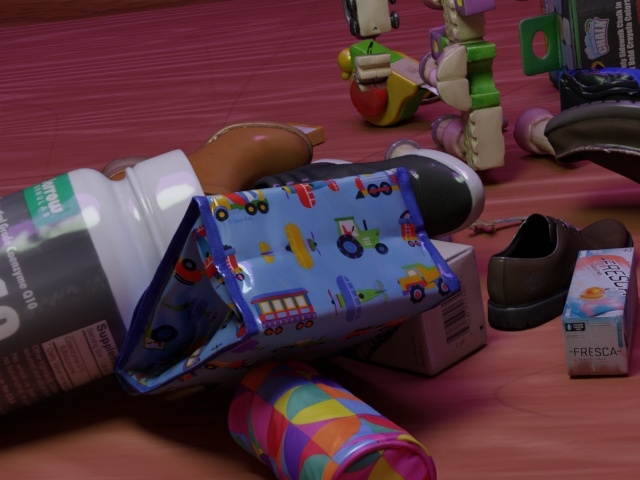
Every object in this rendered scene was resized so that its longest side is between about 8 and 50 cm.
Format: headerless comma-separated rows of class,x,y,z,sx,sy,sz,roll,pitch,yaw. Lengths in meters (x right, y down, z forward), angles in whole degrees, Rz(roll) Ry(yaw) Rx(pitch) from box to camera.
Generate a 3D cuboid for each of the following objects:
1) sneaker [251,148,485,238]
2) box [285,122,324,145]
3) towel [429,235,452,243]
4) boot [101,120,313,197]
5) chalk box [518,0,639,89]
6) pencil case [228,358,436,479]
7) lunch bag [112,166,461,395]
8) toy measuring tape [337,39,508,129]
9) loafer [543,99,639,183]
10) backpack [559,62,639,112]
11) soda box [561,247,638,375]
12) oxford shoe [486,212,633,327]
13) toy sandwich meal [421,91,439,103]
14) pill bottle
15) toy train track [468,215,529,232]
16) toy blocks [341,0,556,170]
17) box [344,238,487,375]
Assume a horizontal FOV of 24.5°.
sneaker,0.040,-0.035,1.651,0.147,0.105,0.295,-24,19,-40
box,-0.070,-0.150,2.297,0.136,0.028,0.081,-26,25,-35
towel,0.000,0.000,1.805,0.312,0.056,0.324,-5,16,3
boot,-0.123,-0.059,1.777,0.283,0.109,0.220,-5,22,-15
chalk box,0.452,-0.330,2.334,0.289,0.180,0.179,-10,19,-4
pencil case,0.004,0.172,1.197,0.104,0.104,0.236,-16,18,-18
lunch bag,-0.049,0.073,1.364,0.221,0.138,0.293,-10,-24,-32
toy measuring tape,0.149,-0.211,2.310,0.330,0.121,0.121,33,41,31
loafer,0.426,-0.089,1.687,0.366,0.130,0.134,6,3,31
backpack,0.415,-0.207,2.116,0.120,0.098,0.101,1,17,30
soda box,0.274,0.066,1.430,0.058,0.063,0.183,-4,19,16
oxford shoe,0.258,0.011,1.556,0.082,0.096,0.227,5,22,42
toy sandwich meal,0.173,-0.251,2.470,0.085,0.029,0.085,-8,18,3
pill bottle,-0.276,0.051,1.454,0.361,0.204,0.204,-22,20,-9
toy train track,0.216,-0.018,1.791,0.083,0.014,0.048,-8,10,-14
toy blocks,0.168,-0.242,2.023,0.309,0.289,0.260,-11,17,-12
box,0.034,0.052,1.519,0.275,0.113,0.094,8,26,45
